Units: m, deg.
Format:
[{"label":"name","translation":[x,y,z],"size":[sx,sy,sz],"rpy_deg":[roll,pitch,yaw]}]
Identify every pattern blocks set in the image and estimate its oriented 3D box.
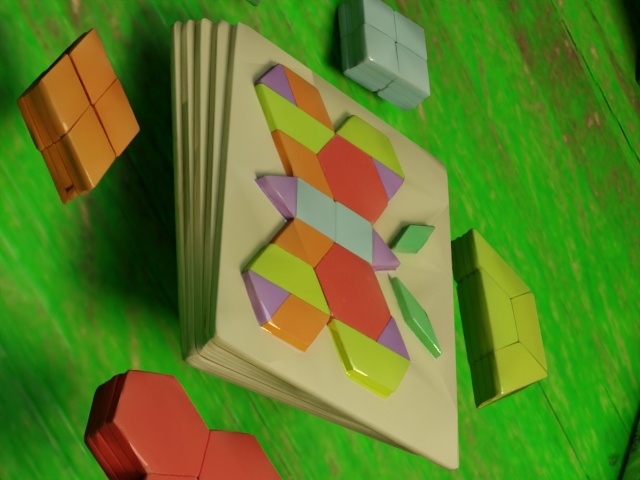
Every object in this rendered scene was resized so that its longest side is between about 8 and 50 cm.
[{"label":"pattern blocks set","translation":[0.000,0.000,0.682],"size":[0.285,0.026,0.324],"rpy_deg":[18,50,-43]}]

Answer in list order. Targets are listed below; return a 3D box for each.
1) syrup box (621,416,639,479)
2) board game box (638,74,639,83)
[{"label":"syrup box","translation":[0.205,0.196,0.857],"size":[0.096,0.093,0.236],"rpy_deg":[46,52,-29]},{"label":"board game box","translation":[0.353,-0.100,1.073],"size":[0.317,0.046,0.213],"rpy_deg":[34,58,-22]}]
